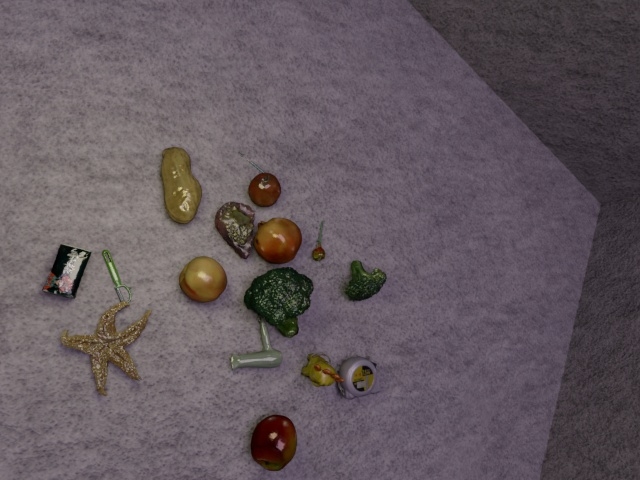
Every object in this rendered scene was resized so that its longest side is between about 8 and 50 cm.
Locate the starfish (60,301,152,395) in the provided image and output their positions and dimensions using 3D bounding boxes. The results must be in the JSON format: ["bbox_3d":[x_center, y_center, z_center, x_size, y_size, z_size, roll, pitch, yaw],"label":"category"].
[{"bbox_3d":[-0.726,0.376,1.485,0.299,0.060,0.302,-11,82,-34],"label":"starfish"}]

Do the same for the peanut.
[{"bbox_3d":[-0.548,-0.218,1.671,0.148,0.147,0.318,-6,77,-29],"label":"peanut"}]

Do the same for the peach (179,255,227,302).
[{"bbox_3d":[-0.444,0.152,1.620,0.184,0.184,0.184,6,77,-27],"label":"peach"}]

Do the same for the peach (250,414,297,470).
[{"bbox_3d":[-0.177,0.769,1.637,0.197,0.197,0.197,6,77,-27],"label":"peach"}]

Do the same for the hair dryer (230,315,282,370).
[{"bbox_3d":[-0.265,0.406,1.739,0.206,0.075,0.237,4,70,-21],"label":"hair dryer"}]

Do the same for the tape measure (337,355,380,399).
[{"bbox_3d":[0.170,0.611,1.904,0.196,0.105,0.178,2,86,-27],"label":"tape measure"}]

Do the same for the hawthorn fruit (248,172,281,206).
[{"bbox_3d":[-0.242,-0.237,1.820,0.149,0.189,0.149,1,40,-1],"label":"hawthorn fruit"}]

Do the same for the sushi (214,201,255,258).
[{"bbox_3d":[-0.359,-0.049,1.752,0.161,0.107,0.241,12,74,-22],"label":"sushi"}]

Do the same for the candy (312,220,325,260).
[{"bbox_3d":[0.000,0.000,1.971,0.060,0.060,0.201,17,65,-25],"label":"candy"}]

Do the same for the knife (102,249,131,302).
[{"bbox_3d":[-0.743,0.129,1.553,0.054,0.015,0.212,-23,91,-31],"label":"knife"}]

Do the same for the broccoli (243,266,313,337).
[{"bbox_3d":[-0.166,0.248,1.730,0.298,0.297,0.297,-24,126,-30],"label":"broccoli"}]

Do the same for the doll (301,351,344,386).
[{"bbox_3d":[0.009,0.543,1.761,0.143,0.221,0.135,35,69,-14],"label":"doll"}]

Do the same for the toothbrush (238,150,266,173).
[{"bbox_3d":[-0.299,-0.343,1.895,0.167,0.014,0.011,39,55,-16],"label":"toothbrush"}]

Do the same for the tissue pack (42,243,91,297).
[{"bbox_3d":[-0.864,0.106,1.448,0.103,0.090,0.170,18,71,-22],"label":"tissue pack"}]

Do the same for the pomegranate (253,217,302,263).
[{"bbox_3d":[-0.177,0.000,1.780,0.209,0.209,0.209,6,77,-27],"label":"pomegranate"}]

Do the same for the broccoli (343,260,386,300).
[{"bbox_3d":[0.198,0.176,1.987,0.220,0.194,0.194,-15,87,-7],"label":"broccoli"}]
